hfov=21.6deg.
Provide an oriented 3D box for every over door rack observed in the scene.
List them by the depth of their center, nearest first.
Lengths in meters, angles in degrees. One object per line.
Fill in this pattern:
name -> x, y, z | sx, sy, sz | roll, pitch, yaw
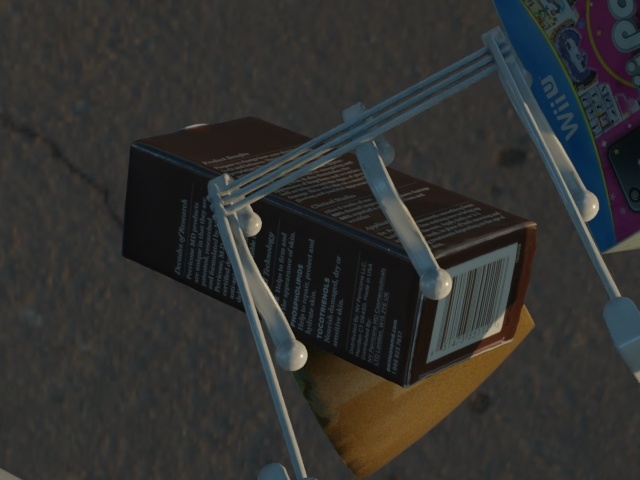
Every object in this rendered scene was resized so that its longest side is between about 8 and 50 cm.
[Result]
over door rack -> 0.063, 0.029, 1.045 | 0.239, 0.108, 0.324 | -28, 39, 11

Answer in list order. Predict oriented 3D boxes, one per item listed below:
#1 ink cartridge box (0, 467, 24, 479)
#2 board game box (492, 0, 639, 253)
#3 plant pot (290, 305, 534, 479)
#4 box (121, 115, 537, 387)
ink cartridge box -> -0.304, 0.285, 1.285 | 0.171, 0.168, 0.232 | 24, 84, 16
board game box -> 0.275, -0.153, 1.116 | 0.097, 0.303, 0.224 | -8, 70, -39
plant pot -> 0.101, 0.105, 1.869 | 0.254, 0.237, 0.237 | -28, 55, 5
box -> 0.000, 0.000, 1.676 | 0.381, 0.143, 0.191 | 25, 27, 34
